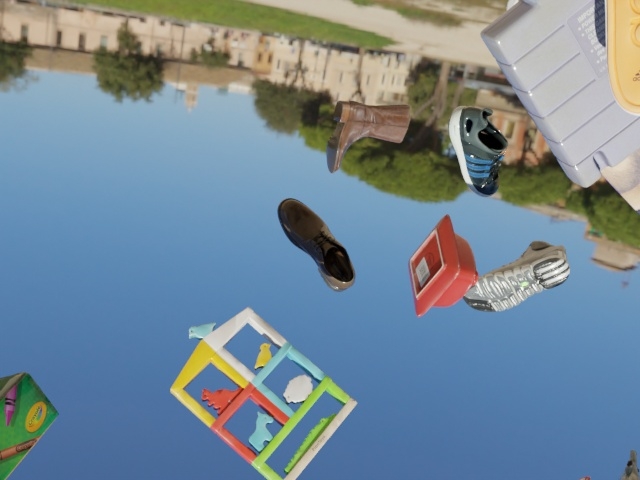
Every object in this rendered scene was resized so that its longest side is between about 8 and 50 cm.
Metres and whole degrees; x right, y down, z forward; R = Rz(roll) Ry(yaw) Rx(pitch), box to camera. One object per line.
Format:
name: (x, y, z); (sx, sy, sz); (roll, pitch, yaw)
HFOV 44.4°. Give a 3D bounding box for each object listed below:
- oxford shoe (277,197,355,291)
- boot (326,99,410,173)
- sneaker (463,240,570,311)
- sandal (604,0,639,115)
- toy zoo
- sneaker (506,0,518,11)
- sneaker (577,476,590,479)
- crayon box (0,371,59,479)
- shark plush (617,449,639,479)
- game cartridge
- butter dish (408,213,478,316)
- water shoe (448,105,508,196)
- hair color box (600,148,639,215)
oxford shoe: (0.000, 0.000, 1.599); (0.227, 0.083, 0.096); (49, 165, -1)
boot: (0.070, -0.140, 1.085); (0.114, 0.106, 0.037); (1, -153, -26)
sneaker: (0.409, 0.068, 1.628); (0.228, 0.086, 0.132); (-21, -160, 28)
sandal: (0.285, -0.247, 0.704); (0.102, 0.265, 0.076); (-3, -178, 45)
toy zoo: (-0.109, 0.245, 1.299); (0.293, 0.192, 0.030); (40, 156, 7)
sneaker: (0.469, -0.457, 1.379); (0.108, 0.292, 0.169); (17, -139, -30)
sneaker: (0.436, 0.416, 1.259); (0.067, 0.042, 0.118); (-22, -172, -26)
crayon box: (-0.505, 0.279, 1.040); (0.278, 0.081, 0.165); (-17, -156, 28)
shark plush: (0.621, 0.469, 1.553); (0.073, 0.067, 0.161); (4, -157, 40)
game cartridge: (0.371, -0.252, 0.853); (0.230, 0.355, 0.068); (50, -174, -22)
butter dish: (0.255, 0.060, 1.535); (0.118, 0.160, 0.160); (17, -138, -21)
water shoe: (0.286, -0.146, 1.360); (0.080, 0.073, 0.203); (6, 146, 38)
hair color box: (0.469, -0.167, 1.100); (0.339, 0.110, 0.185); (38, 138, -25)
